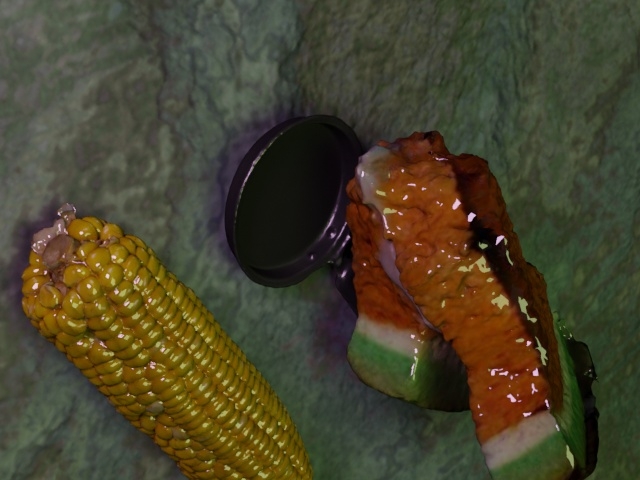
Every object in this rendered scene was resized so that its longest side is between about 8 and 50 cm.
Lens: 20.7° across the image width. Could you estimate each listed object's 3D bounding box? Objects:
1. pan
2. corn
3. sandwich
[{"bbox_3d":[0.000,0.000,1.331,0.136,0.028,0.235,-49,135,-17],"label":"pan"},{"bbox_3d":[-0.094,0.101,1.247,0.102,0.102,0.313,-51,126,-14],"label":"corn"},{"bbox_3d":[0.095,0.058,1.322,0.162,0.250,0.301,-23,111,12],"label":"sandwich"}]
